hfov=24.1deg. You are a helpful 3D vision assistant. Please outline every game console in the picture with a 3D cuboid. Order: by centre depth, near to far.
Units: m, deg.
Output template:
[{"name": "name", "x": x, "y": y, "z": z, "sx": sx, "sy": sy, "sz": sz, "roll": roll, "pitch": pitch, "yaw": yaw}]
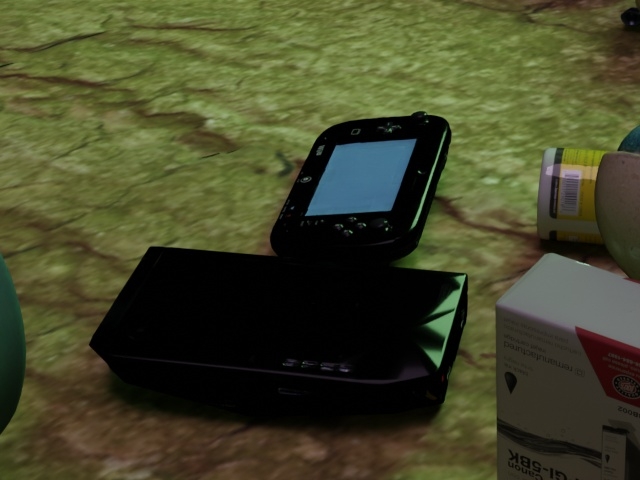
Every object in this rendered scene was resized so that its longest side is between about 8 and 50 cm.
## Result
[{"name": "game console", "x": 0.000, "y": 0.000, "z": 1.012, "sx": 0.213, "sy": 0.044, "sz": 0.361, "roll": 5, "pitch": 31, "yaw": 12}]

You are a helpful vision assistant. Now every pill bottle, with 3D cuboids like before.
[{"name": "pill bottle", "x": 0.208, "y": -0.028, "z": 1.021, "sx": 0.116, "sy": 0.065, "sz": 0.065, "roll": 6, "pitch": 32, "yaw": 12}]

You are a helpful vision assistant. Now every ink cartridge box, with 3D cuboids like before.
[{"name": "ink cartridge box", "x": 0.143, "y": 0.087, "z": 0.763, "sx": 0.099, "sy": 0.135, "sz": 0.056, "roll": 19, "pitch": 40, "yaw": 33}]

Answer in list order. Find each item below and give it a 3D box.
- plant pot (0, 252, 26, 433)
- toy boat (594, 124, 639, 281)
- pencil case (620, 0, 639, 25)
[{"name": "plant pot", "x": -0.291, "y": 0.069, "z": 0.721, "sx": 0.272, "sy": 0.271, "sz": 0.255, "roll": 17, "pitch": 27, "yaw": 29}, {"name": "toy boat", "x": 0.260, "y": -0.019, "z": 0.755, "sx": 0.267, "sy": 0.148, "sz": 0.318, "roll": 23, "pitch": -2, "yaw": 26}, {"name": "pencil case", "x": 0.458, "y": -0.239, "z": 1.258, "sx": 0.410, "sy": 0.160, "sz": 0.183, "roll": 11, "pitch": 49, "yaw": 25}]
